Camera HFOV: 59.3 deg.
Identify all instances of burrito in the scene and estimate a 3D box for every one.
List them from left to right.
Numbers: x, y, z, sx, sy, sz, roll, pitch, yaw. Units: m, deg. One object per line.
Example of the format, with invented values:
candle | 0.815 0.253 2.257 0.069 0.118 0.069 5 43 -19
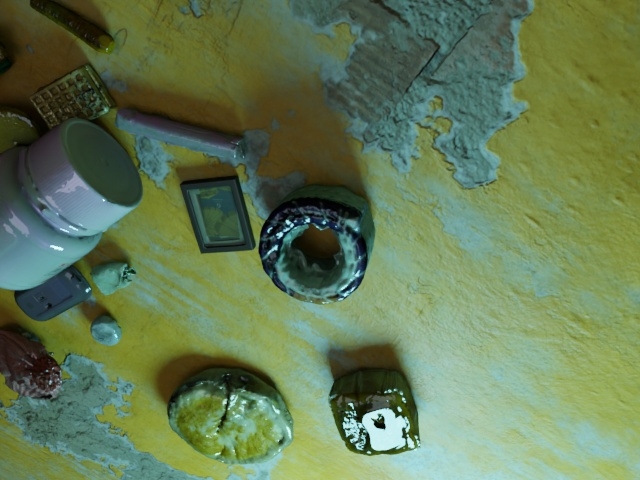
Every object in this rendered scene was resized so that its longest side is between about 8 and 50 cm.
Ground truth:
burrito | -0.483 0.086 1.328 0.118 0.044 0.074 -16 116 21

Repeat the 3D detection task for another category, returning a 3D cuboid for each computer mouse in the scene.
computer mouse | -0.655 0.124 1.378 0.232 0.057 0.120 -27 110 26

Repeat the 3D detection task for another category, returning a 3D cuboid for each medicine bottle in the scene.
medicine bottle | -0.551 -0.074 1.136 0.325 0.256 0.256 -31 108 14

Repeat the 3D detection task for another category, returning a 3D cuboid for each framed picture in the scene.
framed picture | -0.219 -0.052 1.210 0.128 0.023 0.168 -4 117 14

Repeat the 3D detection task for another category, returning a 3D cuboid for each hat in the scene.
hat | -0.758 0.334 1.482 0.286 0.107 0.236 -4 120 41

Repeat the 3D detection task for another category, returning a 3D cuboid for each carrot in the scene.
carrot | -0.468 -0.408 1.059 0.171 0.042 0.042 30 120 -5

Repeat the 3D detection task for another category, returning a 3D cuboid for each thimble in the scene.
thimble | 0.000 0.000 1.122 0.237 0.150 0.237 5 117 10

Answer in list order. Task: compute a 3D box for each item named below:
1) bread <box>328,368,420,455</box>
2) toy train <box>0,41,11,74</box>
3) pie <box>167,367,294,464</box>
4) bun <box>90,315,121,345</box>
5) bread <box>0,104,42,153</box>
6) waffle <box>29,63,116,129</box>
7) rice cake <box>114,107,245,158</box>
bread | 0.132 0.415 1.341 0.192 0.110 0.209 -10 115 16
toy train | -0.703 -0.336 1.093 0.228 0.136 0.091 -28 109 26
pie | -0.233 0.465 1.466 0.339 0.077 0.339 3 119 6
bun | -0.538 0.225 1.415 0.083 0.045 0.083 5 122 8
bread | -0.663 -0.222 1.194 0.188 0.065 0.149 -7 127 12
waffle | -0.500 -0.281 1.133 0.148 0.042 0.102 -18 113 20
rice cake | -0.278 -0.212 1.121 0.270 0.049 0.055 16 106 4
